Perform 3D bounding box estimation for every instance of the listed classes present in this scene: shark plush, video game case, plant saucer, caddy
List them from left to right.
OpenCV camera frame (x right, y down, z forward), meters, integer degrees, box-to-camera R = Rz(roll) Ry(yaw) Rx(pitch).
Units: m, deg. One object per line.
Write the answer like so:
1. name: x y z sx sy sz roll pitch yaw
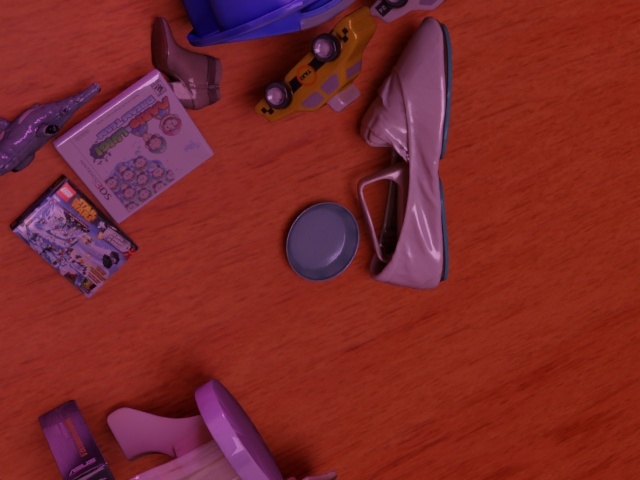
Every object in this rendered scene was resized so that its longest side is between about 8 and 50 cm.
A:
1. shark plush: -0.327 -0.129 1.115 0.161 0.067 0.073 -28 117 -18
2. video game case: -0.232 -0.116 1.175 0.157 0.019 0.143 -37 130 -6
3. caddy: -0.023 -0.346 1.109 0.341 0.241 0.179 -34 114 -14
4. plant saucer: 0.000 0.000 1.357 0.119 0.021 0.119 -8 109 -26

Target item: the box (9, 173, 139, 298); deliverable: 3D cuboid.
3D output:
1. box: -0.311 -0.004 1.187 0.094 0.027 0.137 -45 121 -7

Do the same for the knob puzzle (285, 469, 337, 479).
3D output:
1. knob puzzle: -0.059 0.391 1.397 0.213 0.030 0.213 -29 159 -12

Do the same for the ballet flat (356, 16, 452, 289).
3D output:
1. ballet flat: 0.117 -0.112 1.334 0.139 0.139 0.400 -11 111 -25

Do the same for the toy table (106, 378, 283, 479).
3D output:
1. toy table: -0.161 0.306 1.256 0.160 0.252 0.274 -32 151 -5

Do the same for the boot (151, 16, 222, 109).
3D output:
1. boot: -0.168 -0.226 1.190 0.087 0.042 0.119 -10 112 -32

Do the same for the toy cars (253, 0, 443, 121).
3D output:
1. toy cars: 0.084 -0.277 1.216 0.393 0.176 0.087 -43 94 -10

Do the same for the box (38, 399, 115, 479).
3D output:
1. box: -0.285 0.348 1.222 0.056 0.183 0.231 -25 115 -18
